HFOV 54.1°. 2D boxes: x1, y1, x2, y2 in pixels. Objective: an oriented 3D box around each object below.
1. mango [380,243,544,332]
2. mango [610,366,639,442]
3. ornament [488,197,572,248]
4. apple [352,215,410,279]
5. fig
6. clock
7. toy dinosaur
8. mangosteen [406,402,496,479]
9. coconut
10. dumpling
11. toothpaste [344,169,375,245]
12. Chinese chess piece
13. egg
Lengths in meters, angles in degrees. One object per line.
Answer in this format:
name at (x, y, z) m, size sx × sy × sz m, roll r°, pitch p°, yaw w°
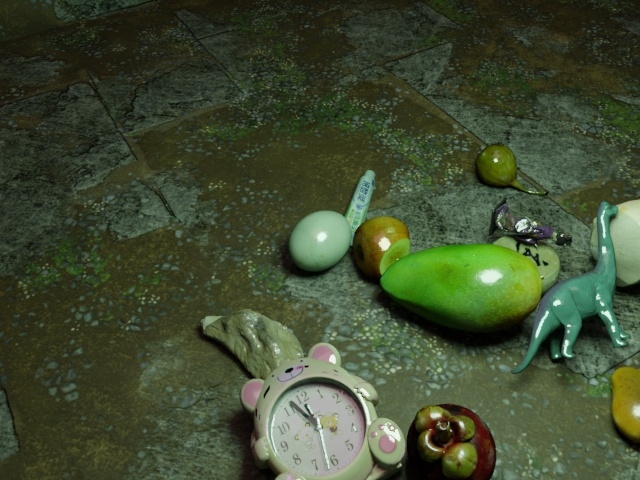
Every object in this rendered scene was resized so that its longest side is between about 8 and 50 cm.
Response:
mango at (0.330, 0.109, 1.495) m, size 0.381 × 0.201 × 0.225 m, roll 2°, pitch 46°, yaw 20°
mango at (0.681, 0.348, 1.334) m, size 0.115 × 0.090 × 0.178 m, roll 7°, pitch 37°, yaw 19°
ornament at (0.536, -0.021, 1.603) m, size 0.203 × 0.081 × 0.088 m, roll 27°, pitch 47°, yaw 24°
apple at (0.166, 0.016, 1.637) m, size 0.147 × 0.146 × 0.163 m, roll -10°, pitch 44°, yaw -14°
fig at (0.573, -0.194, 1.879) m, size 0.236 × 0.124 × 0.124 m, roll 36°, pitch 53°, yaw 2°
clock at (-0.007, 0.380, 1.272) m, size 0.283 × 0.114 × 0.309 m, roll -28°, pitch 58°, yaw -10°
toy dinosaur at (0.565, 0.098, 1.444) m, size 0.383 × 0.129 × 0.331 m, roll -12°, pitch 79°, yaw -12°
mangosteen at (0.251, 0.400, 1.217) m, size 0.199 × 0.200 × 0.200 m, roll -1°, pitch 45°, yaw 1°
coconut at (0.787, 0.004, 1.570) m, size 0.241 × 0.241 × 0.241 m, roll -1°, pitch 45°, yaw 1°
dumpling at (-0.130, 0.238, 1.470) m, size 0.332 × 0.086 × 0.166 m, roll 36°, pitch 59°, yaw 26°
toothpaste at (0.110, -0.096, 1.820) m, size 0.074 × 0.048 × 0.297 m, roll 13°, pitch 51°, yaw 10°
Chinese chess piece at (0.520, 0.064, 1.619) m, size 0.188 × 0.083 × 0.188 m, roll -1°, pitch 41°, yaw 1°
egg at (0.000, 0.000, 1.651) m, size 0.149 × 0.149 × 0.192 m, roll 33°, pitch 50°, yaw 30°
